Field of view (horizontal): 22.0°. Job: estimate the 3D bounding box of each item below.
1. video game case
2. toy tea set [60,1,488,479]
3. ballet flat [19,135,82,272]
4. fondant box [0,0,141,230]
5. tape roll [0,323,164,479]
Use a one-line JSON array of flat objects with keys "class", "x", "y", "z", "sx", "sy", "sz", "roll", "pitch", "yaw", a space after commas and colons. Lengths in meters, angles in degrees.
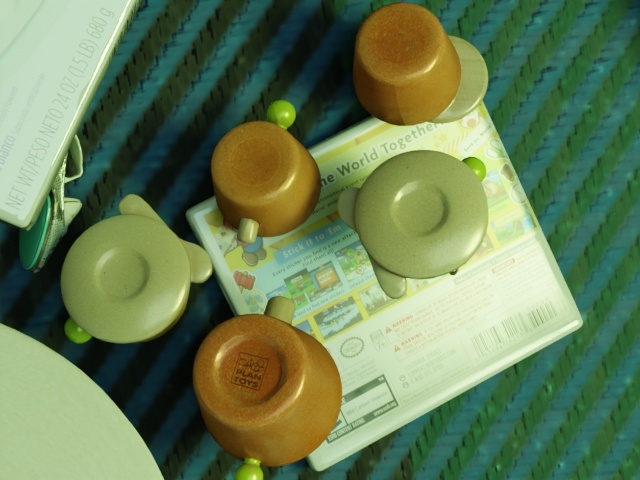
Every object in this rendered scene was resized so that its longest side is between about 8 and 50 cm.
[{"class": "video game case", "x": 0.049, "y": 0.021, "z": 1.166, "sx": 0.227, "sy": 0.026, "sz": 0.206, "roll": -28, "pitch": 99, "yaw": -11}, {"class": "toy tea set", "x": 0.000, "y": 0.000, "z": 1.101, "sx": 0.336, "sy": 0.124, "sz": 0.200, "roll": -41, "pitch": 72, "yaw": -5}, {"class": "ballet flat", "x": -0.177, "y": -0.035, "z": 1.098, "sx": 0.041, "sy": 0.041, "sz": 0.114, "roll": 2, "pitch": 93, "yaw": -15}, {"class": "fondant box", "x": -0.280, "y": -0.180, "z": 1.015, "sx": 0.330, "sy": 0.096, "sz": 0.238, "roll": 25, "pitch": 86, "yaw": -6}, {"class": "tape roll", "x": -0.272, "y": 0.216, "z": 0.960, "sx": 0.392, "sy": 0.072, "sz": 0.392, "roll": 3, "pitch": 57, "yaw": -5}]
